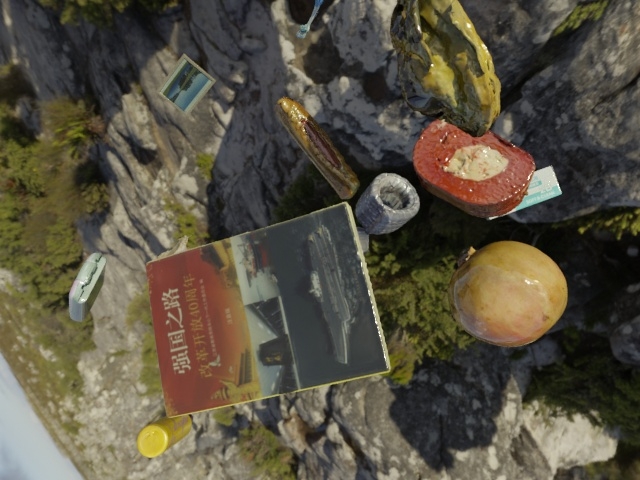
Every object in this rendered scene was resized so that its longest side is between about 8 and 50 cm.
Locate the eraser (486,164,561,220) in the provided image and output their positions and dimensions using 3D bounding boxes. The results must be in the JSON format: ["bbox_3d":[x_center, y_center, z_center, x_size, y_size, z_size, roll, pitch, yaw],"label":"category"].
[{"bbox_3d":[0.619,-0.146,1.331,0.225,0.052,0.095,-21,84,11],"label":"eraser"}]

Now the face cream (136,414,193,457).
[{"bbox_3d":[-0.403,0.512,1.158,0.078,0.078,0.273,47,173,10],"label":"face cream"}]

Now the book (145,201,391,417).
[{"bbox_3d":[-0.100,0.114,0.681,0.374,0.028,0.262,-16,79,12],"label":"book"}]

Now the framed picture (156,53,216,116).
[{"bbox_3d":[-0.388,-0.444,1.227,0.109,0.011,0.149,37,120,-26],"label":"framed picture"}]

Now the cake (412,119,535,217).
[{"bbox_3d":[0.346,-0.167,1.001,0.283,0.151,0.177,40,97,21],"label":"cake"}]

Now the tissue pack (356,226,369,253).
[{"bbox_3d":[0.000,0.000,1.636,0.242,0.344,0.125,5,93,37],"label":"tissue pack"}]

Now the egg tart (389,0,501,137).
[{"bbox_3d":[0.183,-0.296,0.705,0.132,0.297,0.297,-25,100,13],"label":"egg tart"}]

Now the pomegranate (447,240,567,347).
[{"bbox_3d":[0.320,0.091,0.746,0.191,0.191,0.191,26,134,31],"label":"pomegranate"}]

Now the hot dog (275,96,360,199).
[{"bbox_3d":[-0.005,-0.224,1.026,0.289,0.068,0.083,51,168,-1],"label":"hot dog"}]

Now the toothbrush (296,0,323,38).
[{"bbox_3d":[0.004,-0.889,1.544,0.040,0.040,0.386,52,143,4],"label":"toothbrush"}]

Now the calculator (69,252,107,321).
[{"bbox_3d":[-0.621,0.129,1.138,0.045,0.141,0.246,23,146,-17],"label":"calculator"}]

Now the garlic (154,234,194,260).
[{"bbox_3d":[-0.251,0.098,0.867,0.194,0.131,0.127,59,173,-28],"label":"garlic"}]

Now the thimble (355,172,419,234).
[{"bbox_3d":[0.253,-0.131,1.640,0.205,0.236,0.172,43,138,3],"label":"thimble"}]
